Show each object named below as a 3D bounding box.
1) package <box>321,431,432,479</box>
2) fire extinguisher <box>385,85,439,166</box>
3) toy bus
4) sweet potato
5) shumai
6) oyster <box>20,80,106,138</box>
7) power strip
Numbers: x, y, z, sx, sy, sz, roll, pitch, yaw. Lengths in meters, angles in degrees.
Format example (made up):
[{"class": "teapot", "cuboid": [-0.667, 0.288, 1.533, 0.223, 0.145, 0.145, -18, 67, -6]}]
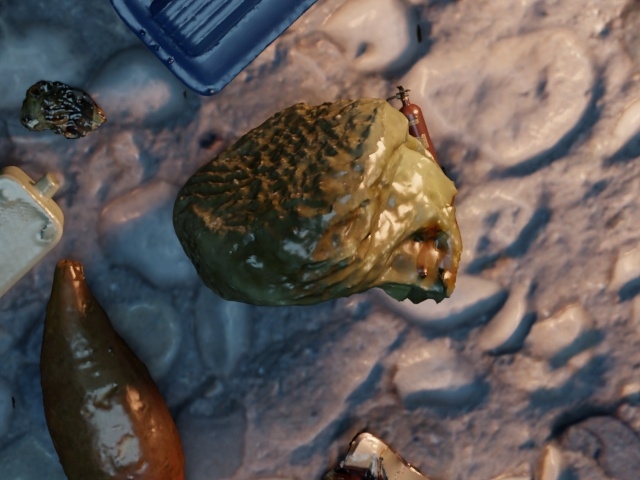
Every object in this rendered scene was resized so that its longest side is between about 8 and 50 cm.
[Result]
[{"class": "package", "cuboid": [0.036, 0.320, 1.787, 0.166, 0.040, 0.232, 40, 99, -13]}, {"class": "fire extinguisher", "cuboid": [0.083, -0.107, 1.690, 0.046, 0.032, 0.100, -10, 108, 34]}, {"class": "toy bus", "cuboid": [-0.049, -0.281, 1.555, 0.287, 0.175, 0.138, -42, 104, 7]}, {"class": "sweet potato", "cuboid": [-0.206, 0.181, 1.691, 0.131, 0.131, 0.337, -10, 106, -2]}, {"class": "shumai", "cuboid": [0.000, 0.000, 1.628, 0.260, 0.225, 0.222, -20, 125, 17]}, {"class": "oyster", "cuboid": [-0.249, -0.125, 1.660, 0.083, 0.019, 0.054, 12, 103, -7]}, {"class": "power strip", "cuboid": [-0.396, 0.068, 1.677, 0.385, 0.062, 0.091, -43, 103, 7]}]
